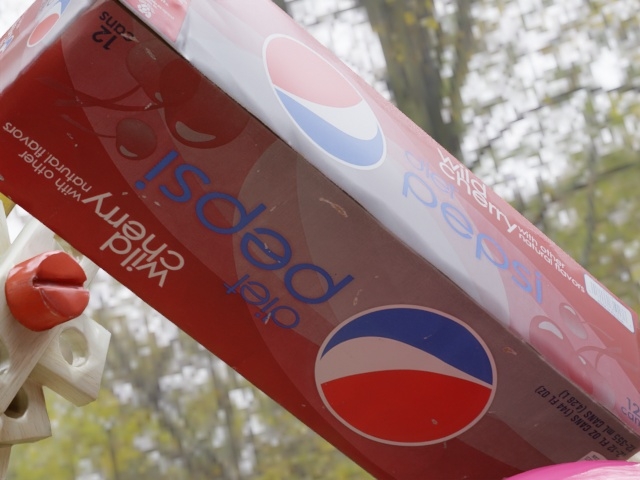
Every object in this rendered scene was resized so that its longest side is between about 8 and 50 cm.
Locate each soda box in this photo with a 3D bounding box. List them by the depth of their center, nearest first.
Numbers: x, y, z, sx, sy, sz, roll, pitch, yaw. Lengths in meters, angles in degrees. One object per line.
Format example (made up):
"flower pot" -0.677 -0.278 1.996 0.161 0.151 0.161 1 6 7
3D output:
"soda box" 0.000 0.000 0.651 0.263 0.083 0.092 40 -60 -19

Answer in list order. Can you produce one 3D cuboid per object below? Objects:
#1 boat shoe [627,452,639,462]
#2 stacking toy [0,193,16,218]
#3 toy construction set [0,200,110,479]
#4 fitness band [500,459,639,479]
"boat shoe" 0.199 0.174 0.809 0.285 0.103 0.092 29 -54 -9
"stacking toy" -0.308 0.045 1.058 0.130 0.309 0.279 35 -66 -8
"toy construction set" -0.206 0.121 0.754 0.328 0.151 0.215 -40 -2 36
"fitness band" 0.127 0.198 0.540 0.209 0.291 0.054 -55 -13 17
